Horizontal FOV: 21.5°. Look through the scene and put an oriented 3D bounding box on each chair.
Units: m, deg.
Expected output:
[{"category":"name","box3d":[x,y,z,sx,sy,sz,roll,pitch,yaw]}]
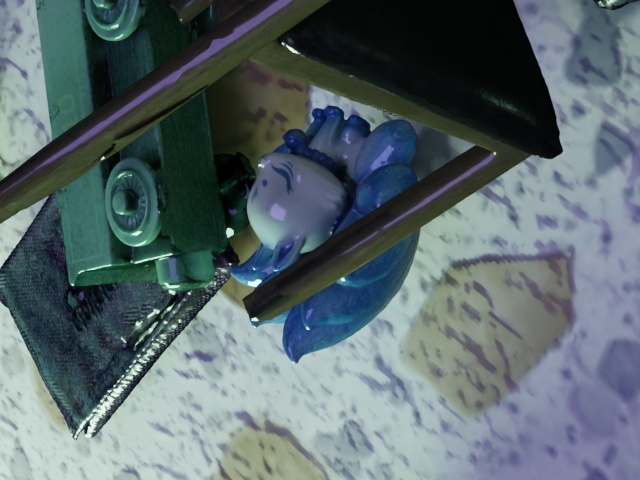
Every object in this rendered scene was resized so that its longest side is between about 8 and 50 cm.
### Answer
[{"category":"chair","box3d":[0.004,-0.111,0.577,0.272,0.166,0.188,-34,58,33]}]

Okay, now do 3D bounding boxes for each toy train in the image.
[{"category":"toy train","box3d":[-0.085,-0.059,0.775,0.099,0.070,0.172,-12,84,46]}]

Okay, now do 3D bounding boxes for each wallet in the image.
[{"category":"wallet","box3d":[-0.111,0.017,0.871,0.166,0.030,0.111,-49,63,39]}]

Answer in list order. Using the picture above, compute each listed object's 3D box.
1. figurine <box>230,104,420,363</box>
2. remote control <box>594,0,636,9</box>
[{"category":"figurine","box3d":[0.000,0.000,0.704,0.114,0.079,0.114,-31,43,35]},{"category":"remote control","box3d":[0.102,-0.133,0.616,0.039,0.014,0.096,-13,95,47]}]
